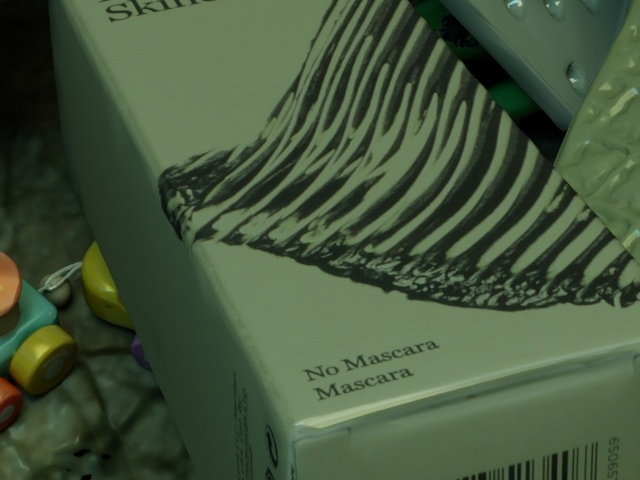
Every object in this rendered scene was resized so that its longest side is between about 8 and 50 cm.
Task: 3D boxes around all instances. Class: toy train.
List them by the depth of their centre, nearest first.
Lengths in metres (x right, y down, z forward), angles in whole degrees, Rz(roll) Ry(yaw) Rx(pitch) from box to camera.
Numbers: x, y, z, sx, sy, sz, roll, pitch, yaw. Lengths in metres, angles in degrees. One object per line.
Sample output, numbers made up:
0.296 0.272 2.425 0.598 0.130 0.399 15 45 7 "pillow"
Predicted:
-0.072 0.042 0.660 0.166 0.046 0.125 -4 54 -8 "toy train"

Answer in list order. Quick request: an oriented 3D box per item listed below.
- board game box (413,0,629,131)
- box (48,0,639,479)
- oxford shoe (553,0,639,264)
0.014 -0.293 0.763 0.390 0.050 0.390 42 47 -29 "board game box"
0.000 0.000 0.573 0.113 0.094 0.275 -13 35 -15 "box"
0.174 -0.048 0.672 0.169 0.130 0.449 -12 42 23 "oxford shoe"
